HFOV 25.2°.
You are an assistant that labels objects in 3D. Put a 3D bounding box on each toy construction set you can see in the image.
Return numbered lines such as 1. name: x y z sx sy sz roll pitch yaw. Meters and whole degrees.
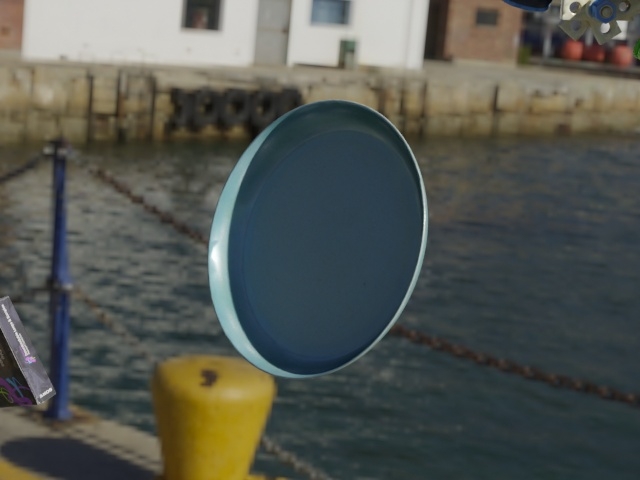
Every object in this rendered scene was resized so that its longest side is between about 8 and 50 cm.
1. toy construction set: 0.448 -0.292 1.840 0.151 0.215 0.328 17 15 -28

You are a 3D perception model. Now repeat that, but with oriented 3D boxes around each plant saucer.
1. plant saucer: 0.000 0.000 1.608 0.317 0.318 0.043 14 -1 42

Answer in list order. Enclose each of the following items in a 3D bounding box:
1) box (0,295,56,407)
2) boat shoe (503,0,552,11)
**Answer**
1. box: -0.352 0.121 1.503 0.162 0.116 0.029 -10 18 48
2. boat shoe: 0.275 -0.394 1.925 0.109 0.089 0.258 14 35 -7
